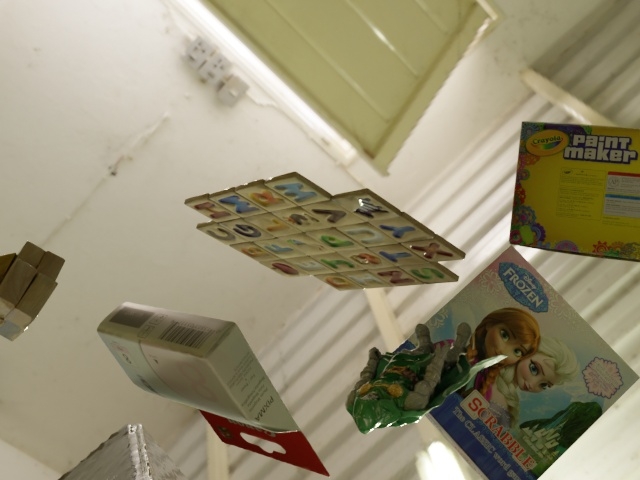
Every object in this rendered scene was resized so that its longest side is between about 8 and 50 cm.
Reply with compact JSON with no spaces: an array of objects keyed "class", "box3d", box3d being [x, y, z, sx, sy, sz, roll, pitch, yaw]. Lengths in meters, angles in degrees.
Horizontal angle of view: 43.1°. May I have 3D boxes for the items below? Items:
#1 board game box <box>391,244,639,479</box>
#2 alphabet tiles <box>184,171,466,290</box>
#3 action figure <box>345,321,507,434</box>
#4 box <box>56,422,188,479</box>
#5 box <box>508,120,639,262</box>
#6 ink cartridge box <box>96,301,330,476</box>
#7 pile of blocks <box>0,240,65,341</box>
[{"class":"board game box","box3d":[0.325,0.227,1.405,0.318,0.318,0.066,-41,170,-12]},{"class":"alphabet tiles","box3d":[0.000,0.000,1.028,0.342,0.285,0.011,-8,-121,49]},{"class":"action figure","box3d":[0.085,0.130,0.772,0.137,0.063,0.232,-7,-173,26]},{"class":"box","box3d":[-0.163,0.520,0.923,0.297,0.480,0.472,-39,-170,-10]},{"class":"box","box3d":[0.454,-0.072,1.173,0.290,0.279,0.177,8,-82,24]},{"class":"ink cartridge box","box3d":[-0.114,0.173,0.858,0.189,0.232,0.066,4,-143,43]},{"class":"pile of blocks","box3d":[-0.378,0.049,0.662,0.362,0.149,0.112,-23,174,-41]}]
